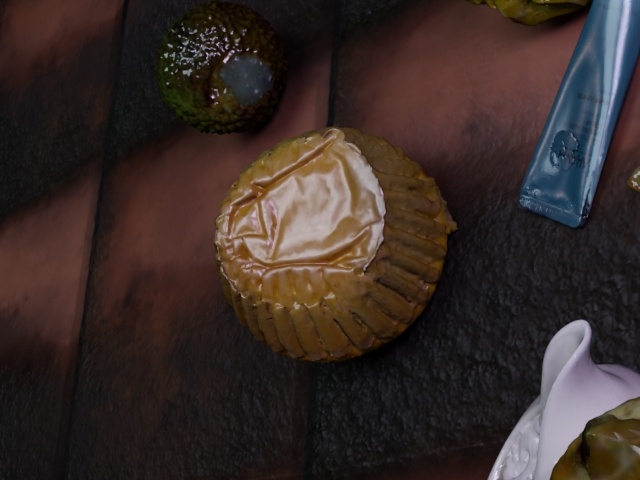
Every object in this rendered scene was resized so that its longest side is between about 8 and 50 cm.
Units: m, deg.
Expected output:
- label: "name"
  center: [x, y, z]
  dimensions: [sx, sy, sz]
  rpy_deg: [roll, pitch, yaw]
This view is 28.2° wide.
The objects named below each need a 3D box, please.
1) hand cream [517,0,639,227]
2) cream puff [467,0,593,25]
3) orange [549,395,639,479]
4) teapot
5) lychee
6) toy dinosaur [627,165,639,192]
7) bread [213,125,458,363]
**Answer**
- label: "hand cream"
  center: [0.232, -0.125, 1.093]
  dimensions: [0.083, 0.048, 0.224]
  rpy_deg: [25, 99, 51]
- label: "cream puff"
  center: [0.189, -0.252, 1.129]
  dimensions: [0.156, 0.156, 0.121]
  rpy_deg: [53, 130, 49]
- label: "orange"
  center: [0.272, 0.238, 0.699]
  dimensions: [0.271, 0.210, 0.369]
  rpy_deg: [-2, 102, 44]
- label: "teapot"
  center: [0.160, 0.197, 0.909]
  dimensions: [0.300, 0.166, 0.208]
  rpy_deg: [-53, 19, 32]
- label: "lychee"
  center: [-0.116, -0.204, 1.484]
  dimensions: [0.171, 0.171, 0.171]
  rpy_deg: [-26, 55, 44]
- label: "toy dinosaur"
  center: [0.305, -0.063, 0.974]
  dimensions: [0.162, 0.039, 0.126]
  rpy_deg: [-55, 48, 11]
- label: "bread"
  center: [0.000, 0.002, 1.208]
  dimensions: [0.240, 0.139, 0.240]
  rpy_deg: [-5, 79, 26]
